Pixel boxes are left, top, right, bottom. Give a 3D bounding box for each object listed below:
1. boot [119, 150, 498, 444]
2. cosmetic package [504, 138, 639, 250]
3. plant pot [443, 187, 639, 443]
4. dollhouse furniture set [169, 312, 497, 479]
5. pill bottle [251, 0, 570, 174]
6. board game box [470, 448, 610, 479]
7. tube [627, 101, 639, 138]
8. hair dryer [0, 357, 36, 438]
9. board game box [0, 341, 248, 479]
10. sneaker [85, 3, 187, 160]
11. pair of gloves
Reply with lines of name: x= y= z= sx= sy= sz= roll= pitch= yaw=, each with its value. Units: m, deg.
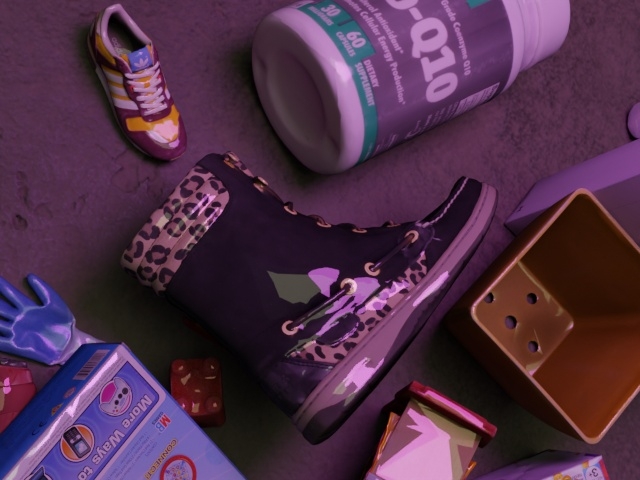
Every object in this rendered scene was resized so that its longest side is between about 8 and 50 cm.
boot: x=0.000 y=0.000 z=1.083 sx=0.284 sy=0.138 sz=0.377 roll=36 pitch=59 yaw=9
cosmetic package: x=0.431 y=0.013 z=1.208 sx=0.284 sy=0.377 sz=0.097 roll=43 pitch=69 yaw=-9
plant pot: x=0.274 y=0.095 z=1.225 sx=0.212 sy=0.187 sz=0.212 roll=47 pitch=72 yaw=-6
dollhouse furniture set: x=-0.015 y=0.213 z=1.133 sx=0.374 sy=0.152 sz=0.201 roll=31 pitch=68 yaw=5
pill bottle: x=0.115 y=-0.237 z=1.230 sx=0.361 sy=0.204 sz=0.204 roll=-28 pitch=90 yaw=-25
board game box: x=0.284 y=0.401 z=1.182 sx=0.142 sy=0.144 sz=0.275 roll=-18 pitch=86 yaw=-15
tube: x=0.544 y=-0.167 z=1.478 sx=0.207 sy=0.052 sz=0.080 roll=3 pitch=82 yaw=-27
hair dryer: x=-0.394 y=0.173 z=1.005 sx=0.224 sy=0.080 sz=0.293 roll=-31 pitch=84 yaw=-2
board game box: x=-0.211 y=0.311 z=0.976 sx=0.302 sy=0.086 sz=0.308 roll=53 pitch=56 yaw=-23
sneaker: x=-0.207 y=-0.177 z=1.151 sx=0.070 sy=0.084 sz=0.185 roll=-32 pitch=91 yaw=-25
pair of gloves: x=-0.326 y=0.137 z=1.068 sx=0.159 sy=0.023 sz=0.198 roll=35 pitch=67 yaw=-12
